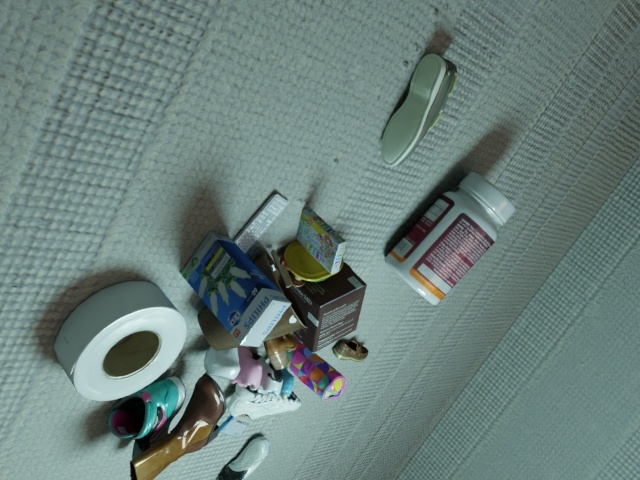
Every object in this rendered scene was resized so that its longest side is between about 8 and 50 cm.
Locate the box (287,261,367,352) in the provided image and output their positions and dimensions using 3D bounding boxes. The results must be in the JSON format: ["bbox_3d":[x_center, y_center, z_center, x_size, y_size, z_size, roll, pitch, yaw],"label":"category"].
[{"bbox_3d":[0.005,0.172,2.047,0.167,0.168,0.203,-23,141,-30],"label":"box"}]

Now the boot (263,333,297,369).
[{"bbox_3d":[-0.127,0.263,2.078,0.073,0.197,0.152,-18,106,5],"label":"boot"}]

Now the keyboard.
[{"bbox_3d":[-0.176,-0.009,1.789,0.256,0.014,0.072,-49,147,5],"label":"keyboard"}]

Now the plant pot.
[{"bbox_3d":[-0.188,0.178,1.835,0.230,0.215,0.215,-28,146,1],"label":"plant pot"}]

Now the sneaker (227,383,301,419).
[{"bbox_3d":[-0.177,0.504,2.260,0.292,0.110,0.118,23,104,-48],"label":"sneaker"}]

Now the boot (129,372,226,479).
[{"bbox_3d":[-0.385,0.498,1.877,0.280,0.096,0.264,-27,148,-42],"label":"boot"}]

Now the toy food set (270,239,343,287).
[{"bbox_3d":[-0.043,0.067,1.938,0.218,0.128,0.071,-16,154,-37],"label":"toy food set"}]

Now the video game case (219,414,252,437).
[{"bbox_3d":[-0.245,0.567,2.339,0.166,0.015,0.119,-46,147,1],"label":"video game case"}]

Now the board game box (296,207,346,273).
[{"bbox_3d":[0.000,0.000,1.868,0.026,0.154,0.103,-20,139,-35],"label":"board game box"}]

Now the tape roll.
[{"bbox_3d":[-0.455,0.232,1.656,0.286,0.100,0.286,-30,145,-24],"label":"tape roll"}]

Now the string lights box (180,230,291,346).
[{"bbox_3d":[-0.198,0.110,1.666,0.133,0.259,0.077,-54,147,11],"label":"string lights box"}]

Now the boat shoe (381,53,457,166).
[{"bbox_3d":[0.255,-0.323,1.848,0.091,0.109,0.305,3,120,-44],"label":"boat shoe"}]

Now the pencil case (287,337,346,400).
[{"bbox_3d":[-0.031,0.392,2.199,0.104,0.236,0.104,-29,136,-32],"label":"pencil case"}]

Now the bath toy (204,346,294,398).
[{"bbox_3d":[-0.208,0.353,2.049,0.348,0.151,0.129,38,59,-54],"label":"bath toy"}]

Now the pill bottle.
[{"bbox_3d":[0.408,-0.010,2.256,0.392,0.224,0.224,-48,148,4],"label":"pill bottle"}]

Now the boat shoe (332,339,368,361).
[{"bbox_3d":[0.116,0.378,2.496,0.178,0.064,0.060,13,117,-51],"label":"boat shoe"}]

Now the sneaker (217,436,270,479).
[{"bbox_3d":[-0.259,0.773,2.489,0.237,0.085,0.086,-46,155,6],"label":"sneaker"}]

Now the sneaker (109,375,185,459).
[{"bbox_3d":[-0.478,0.501,1.897,0.178,0.124,0.295,-2,120,-54],"label":"sneaker"}]
